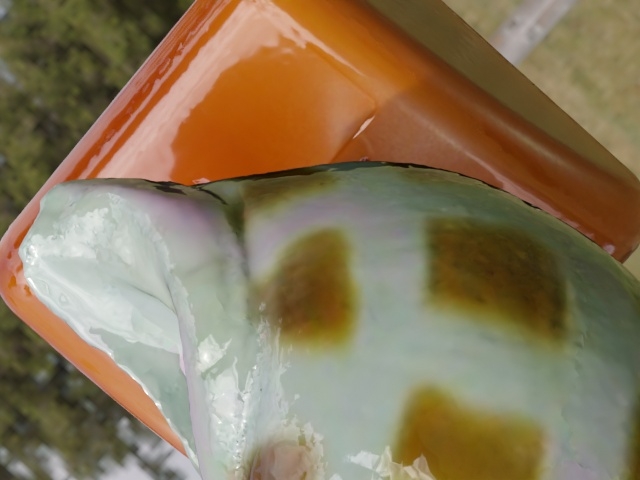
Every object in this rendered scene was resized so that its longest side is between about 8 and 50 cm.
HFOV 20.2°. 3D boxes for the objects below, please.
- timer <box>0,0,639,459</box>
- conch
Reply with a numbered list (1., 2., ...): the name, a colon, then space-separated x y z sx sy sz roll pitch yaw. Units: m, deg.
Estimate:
1. timer: 0.000 0.000 0.920 0.250 0.257 0.161 40 -167 -4
2. conch: 0.055 0.106 0.668 0.368 0.197 0.249 62 163 -2
